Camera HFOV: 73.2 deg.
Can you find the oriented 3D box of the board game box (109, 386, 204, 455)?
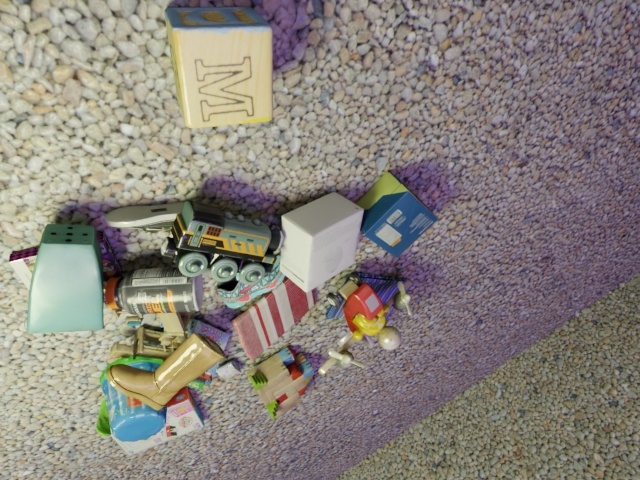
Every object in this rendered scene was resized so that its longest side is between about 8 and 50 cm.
[{"bbox_3d":[-0.658,0.733,1.742,0.317,0.064,0.242,-17,133,-13],"label":"board game box"}]

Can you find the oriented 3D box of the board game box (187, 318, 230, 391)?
[{"bbox_3d":[-0.421,0.402,1.506,0.160,0.039,0.211,40,60,-43],"label":"board game box"}]

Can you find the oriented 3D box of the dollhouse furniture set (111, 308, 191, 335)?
[{"bbox_3d":[-0.515,0.208,1.343,0.184,0.128,0.129,-1,132,2],"label":"dollhouse furniture set"}]

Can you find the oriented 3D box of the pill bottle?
[{"bbox_3d":[-0.467,0.143,1.217,0.246,0.130,0.130,-3,130,-4],"label":"pill bottle"}]

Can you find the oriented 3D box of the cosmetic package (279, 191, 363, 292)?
[{"bbox_3d":[0.000,0.000,1.348,0.224,0.138,0.224,-28,141,-36],"label":"cosmetic package"}]

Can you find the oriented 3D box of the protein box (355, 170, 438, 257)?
[{"bbox_3d":[0.242,-0.083,1.445,0.200,0.136,0.201,-46,133,14],"label":"protein box"}]

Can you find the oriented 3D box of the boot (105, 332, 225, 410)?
[{"bbox_3d":[-0.477,0.378,1.339,0.270,0.089,0.236,-42,124,3],"label":"boot"}]

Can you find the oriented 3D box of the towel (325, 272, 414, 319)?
[{"bbox_3d":[0.203,0.243,1.773,0.336,0.040,0.243,9,124,-32],"label":"towel"}]

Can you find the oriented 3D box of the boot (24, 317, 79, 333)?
[{"bbox_3d":[-0.722,0.228,1.230,0.086,0.069,0.190,-21,166,31],"label":"boot"}]

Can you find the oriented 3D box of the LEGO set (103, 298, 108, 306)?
[{"bbox_3d":[-0.672,0.193,1.302,0.083,0.023,0.054,-18,134,-12],"label":"LEGO set"}]

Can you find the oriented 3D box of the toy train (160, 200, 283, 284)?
[{"bbox_3d":[-0.262,0.009,1.204,0.334,0.142,0.190,13,114,-34],"label":"toy train"}]

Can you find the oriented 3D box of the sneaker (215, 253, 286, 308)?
[{"bbox_3d":[-0.225,0.121,1.411,0.262,0.104,0.125,-34,131,2],"label":"sneaker"}]

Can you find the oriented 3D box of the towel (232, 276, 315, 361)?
[{"bbox_3d":[-0.153,0.249,1.516,0.329,0.037,0.236,-39,142,-28],"label":"towel"}]

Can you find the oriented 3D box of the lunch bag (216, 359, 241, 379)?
[{"bbox_3d":[-0.364,0.508,1.707,0.071,0.053,0.083,-31,144,3],"label":"lunch bag"}]

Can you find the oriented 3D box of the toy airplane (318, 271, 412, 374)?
[{"bbox_3d":[0.182,0.322,1.615,0.385,0.273,0.385,1,119,-54],"label":"toy airplane"}]

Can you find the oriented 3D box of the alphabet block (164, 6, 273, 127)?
[{"bbox_3d":[-0.216,-0.377,0.929,0.194,0.192,0.197,-10,130,-17],"label":"alphabet block"}]

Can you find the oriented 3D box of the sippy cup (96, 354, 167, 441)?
[{"bbox_3d":[-0.631,0.554,1.492,0.240,0.224,0.305,5,126,-29],"label":"sippy cup"}]

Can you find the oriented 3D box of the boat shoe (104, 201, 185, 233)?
[{"bbox_3d":[-0.457,-0.051,1.163,0.220,0.077,0.070,-8,129,-23],"label":"boat shoe"}]

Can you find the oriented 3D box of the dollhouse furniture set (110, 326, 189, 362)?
[{"bbox_3d":[-0.547,0.304,1.388,0.182,0.101,0.161,22,130,-39],"label":"dollhouse furniture set"}]

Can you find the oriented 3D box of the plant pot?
[{"bbox_3d":[-0.632,0.085,1.080,0.166,0.165,0.234,2,117,-27],"label":"plant pot"}]

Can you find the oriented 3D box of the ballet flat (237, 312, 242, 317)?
[{"bbox_3d":[-0.211,0.304,1.603,0.222,0.077,0.079,13,101,-34],"label":"ballet flat"}]

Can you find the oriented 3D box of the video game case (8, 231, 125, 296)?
[{"bbox_3d":[-0.684,0.091,1.196,0.232,0.041,0.210,-15,134,-15],"label":"video game case"}]

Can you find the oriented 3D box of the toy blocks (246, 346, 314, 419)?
[{"bbox_3d":[-0.142,0.590,1.826,0.261,0.191,0.381,-30,137,-17],"label":"toy blocks"}]
